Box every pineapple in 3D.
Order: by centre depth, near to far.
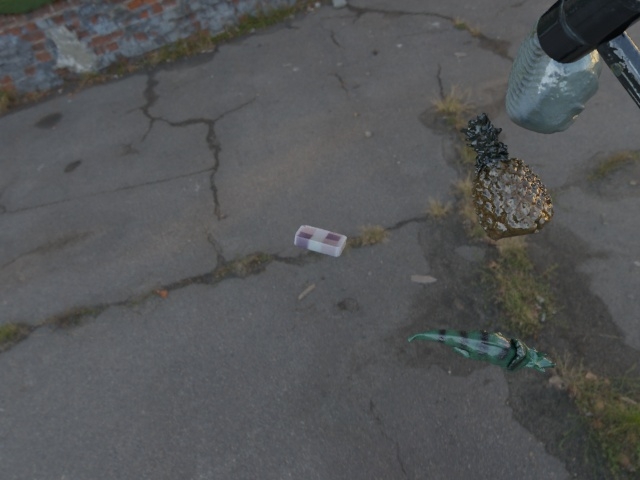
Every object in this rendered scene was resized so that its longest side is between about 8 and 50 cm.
[{"bbox_3d":[0.503,-0.181,1.378,0.201,0.202,0.362,-23,86,-6],"label":"pineapple"}]

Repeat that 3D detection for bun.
[{"bbox_3d":[0.655,-0.467,1.345,0.194,0.355,0.355,13,49,-3],"label":"bun"}]

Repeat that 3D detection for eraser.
[{"bbox_3d":[0.000,0.000,1.054,0.105,0.026,0.065,15,31,10],"label":"eraser"}]

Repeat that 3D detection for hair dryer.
[{"bbox_3d":[0.344,-0.192,0.529,0.071,0.219,0.124,-38,4,-11],"label":"hair dryer"}]

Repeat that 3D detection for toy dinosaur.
[{"bbox_3d":[0.339,0.223,1.028,0.291,0.120,0.079,10,80,21],"label":"toy dinosaur"}]
